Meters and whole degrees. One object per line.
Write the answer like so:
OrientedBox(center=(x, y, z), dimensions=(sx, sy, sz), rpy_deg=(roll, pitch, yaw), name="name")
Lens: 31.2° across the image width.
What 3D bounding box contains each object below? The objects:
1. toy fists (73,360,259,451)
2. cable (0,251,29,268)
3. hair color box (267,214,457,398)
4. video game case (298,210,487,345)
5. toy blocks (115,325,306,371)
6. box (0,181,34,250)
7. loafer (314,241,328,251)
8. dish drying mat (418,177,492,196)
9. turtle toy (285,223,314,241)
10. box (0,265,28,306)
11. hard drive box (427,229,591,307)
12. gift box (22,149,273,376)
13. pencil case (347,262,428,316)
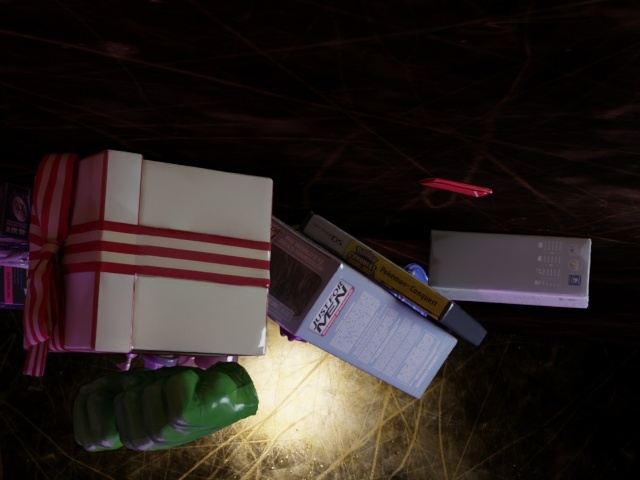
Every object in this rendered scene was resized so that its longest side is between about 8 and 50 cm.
OrientedBox(center=(-0.203, 0.197, 1.374), dimensions=(0.142, 0.096, 0.279), rpy_deg=(-19, -175, -38), name="toy fists")
OrientedBox(center=(-0.451, 0.006, 1.935), dimensions=(0.257, 0.089, 0.257), rpy_deg=(0, 172, 37), name="cable")
OrientedBox(center=(0.026, 0.092, 1.607), dimensions=(0.185, 0.114, 0.374), rpy_deg=(34, 179, 36), name="hair color box")
OrientedBox(center=(0.113, 0.060, 1.682), dimensions=(0.248, 0.035, 0.275), rpy_deg=(33, 180, 22), name="video game case")
OrientedBox(center=(-0.201, 0.134, 1.797), dimensions=(0.309, 0.260, 0.288), rpy_deg=(10, -169, -42), name="toy blocks")
OrientedBox(center=(-0.468, -0.032, 1.676), dimensions=(0.180, 0.078, 0.147), rpy_deg=(0, 171, 34), name="box")
OrientedBox(center=(0.000, 0.000, 1.788), dimensions=(0.039, 0.045, 0.125), rpy_deg=(-11, -179, -8), name="loafer")
OrientedBox(center=(0.155, -0.061, 1.310), dimensions=(0.083, 0.008, 0.032), rpy_deg=(9, 173, -30), name="dish drying mat")
OrientedBox(center=(-0.053, 0.007, 1.738), dimensions=(0.095, 0.066, 0.130), rpy_deg=(14, 175, -27), name="turtle toy")
OrientedBox(center=(-0.538, 0.065, 2.219), dimensions=(0.270, 0.143, 0.165), rpy_deg=(5, 172, -4), name="box")
OrientedBox(center=(0.289, 0.046, 1.732), dimensions=(0.232, 0.089, 0.181), rpy_deg=(3, 172, 12), name="hard drive box")
OrientedBox(center=(-0.235, 0.038, 1.392), dimensions=(0.258, 0.255, 0.276), rpy_deg=(8, 166, -34), name="gift box")
OrientedBox(center=(0.061, 0.102, 2.194), dimensions=(0.306, 0.119, 0.133), rpy_deg=(0, -160, 33), name="pencil case")
